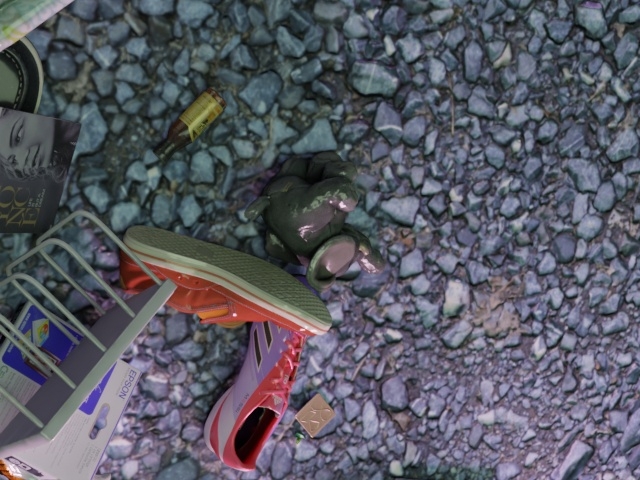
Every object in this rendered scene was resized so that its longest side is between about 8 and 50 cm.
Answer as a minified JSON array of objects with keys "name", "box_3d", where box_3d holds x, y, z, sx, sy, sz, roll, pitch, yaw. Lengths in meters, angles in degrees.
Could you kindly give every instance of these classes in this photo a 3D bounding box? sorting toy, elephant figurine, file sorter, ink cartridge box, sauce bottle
[{"name":"sorting toy","box_3d":[-0.019,0.300,1.689,0.083,0.012,0.062,-43,120,-13]},{"name":"elephant figurine","box_3d":[0.000,0.000,1.561,0.186,0.169,0.239,-5,123,6]},{"name":"file sorter","box_3d":[-0.366,0.118,1.332,0.173,0.193,0.278,48,50,-15]},{"name":"ink cartridge box","box_3d":[-0.383,0.225,1.440,0.208,0.045,0.206,38,54,-24]},{"name":"sauce bottle","box_3d":[-0.193,-0.167,1.488,0.128,0.042,0.042,-47,116,-5]}]

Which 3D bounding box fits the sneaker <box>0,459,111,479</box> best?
[{"name":"sneaker","box_3d":[-0.416,0.302,1.481,0.121,0.099,0.262,-48,115,-30]}]

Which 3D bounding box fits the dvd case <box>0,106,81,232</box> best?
[{"name":"dvd case","box_3d":[-0.397,-0.089,1.339,0.018,0.221,0.165,19,95,15]}]

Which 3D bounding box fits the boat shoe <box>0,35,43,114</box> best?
[{"name":"boat shoe","box_3d":[-0.533,-0.069,1.297,0.187,0.156,0.500,43,82,-24]}]

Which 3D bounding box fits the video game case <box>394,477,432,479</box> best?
[{"name":"video game case","box_3d":[0.206,0.530,1.838,0.212,0.023,0.193,10,98,-25]}]

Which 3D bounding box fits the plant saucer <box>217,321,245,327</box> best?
[{"name":"plant saucer","box_3d":[-0.138,0.097,1.589,0.083,0.013,0.084,-6,105,-22]}]

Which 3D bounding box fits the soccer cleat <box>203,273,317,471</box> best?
[{"name":"soccer cleat","box_3d":[-0.075,0.207,1.581,0.108,0.116,0.318,26,91,-32]}]

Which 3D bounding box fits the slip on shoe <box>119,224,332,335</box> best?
[{"name":"slip on shoe","box_3d":[-0.142,0.076,1.497,0.331,0.123,0.101,19,110,-5]}]

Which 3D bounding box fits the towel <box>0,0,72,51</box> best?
[{"name":"towel","box_3d":[-0.351,-0.345,1.222,0.374,0.320,0.090,-40,121,-11]}]
